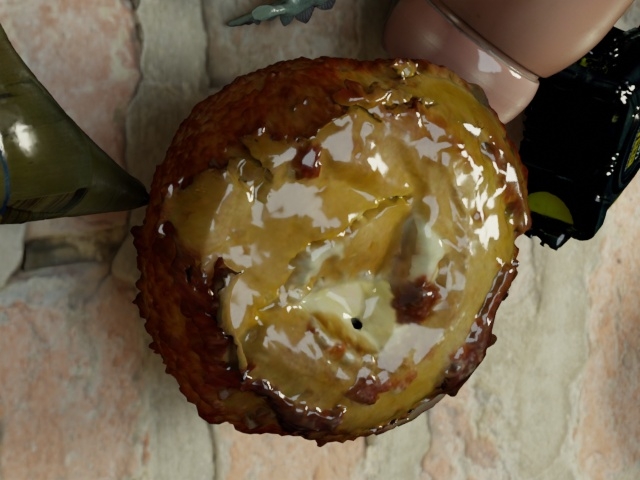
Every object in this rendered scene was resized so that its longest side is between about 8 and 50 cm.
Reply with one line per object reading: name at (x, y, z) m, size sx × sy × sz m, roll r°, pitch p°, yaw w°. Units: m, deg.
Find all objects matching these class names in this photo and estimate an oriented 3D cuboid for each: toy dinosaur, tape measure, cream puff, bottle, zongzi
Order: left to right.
zongzi at (-0.243, -0.133, 1.352) m, size 0.289 × 0.123 × 0.260 m, roll -14°, pitch 102°, yaw -44°
cream puff at (0.001, 0.005, 1.465) m, size 0.350 × 0.228 × 0.350 m, roll -7°, pitch 105°, yaw -25°
toy dinosaur at (0.016, -0.226, 1.514) m, size 0.209 × 0.082 × 0.039 m, roll -27°, pitch 80°, yaw 11°
bottle at (0.179, -0.244, 1.540) m, size 0.173 × 0.206 × 0.297 m, roll 26°, pitch 108°, yaw -37°
tape measure at (0.251, -0.110, 1.686) m, size 0.186 × 0.112 × 0.199 m, roll -38°, pitch 149°, yaw -49°
